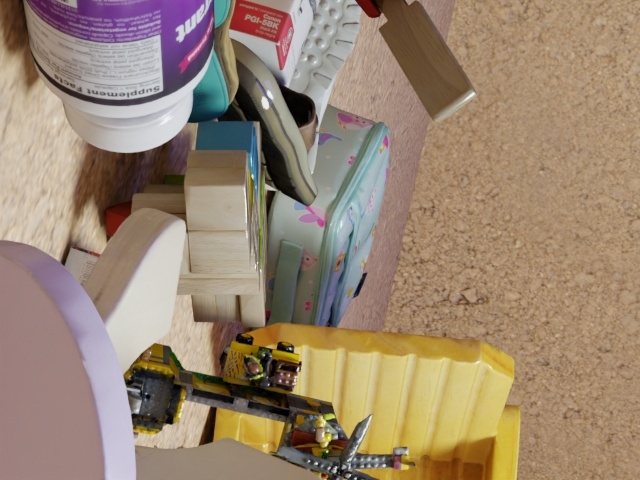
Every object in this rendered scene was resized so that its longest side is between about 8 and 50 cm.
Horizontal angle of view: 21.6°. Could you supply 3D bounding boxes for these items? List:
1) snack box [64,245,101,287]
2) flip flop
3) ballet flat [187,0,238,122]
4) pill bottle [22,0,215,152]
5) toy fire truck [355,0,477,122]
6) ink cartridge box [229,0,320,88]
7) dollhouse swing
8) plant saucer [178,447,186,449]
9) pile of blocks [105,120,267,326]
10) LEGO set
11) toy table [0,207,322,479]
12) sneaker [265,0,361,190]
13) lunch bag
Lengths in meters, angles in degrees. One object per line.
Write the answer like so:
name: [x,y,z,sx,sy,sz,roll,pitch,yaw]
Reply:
snack box: [-0.176,0.083,1.211,0.100,0.037,0.141,64,43,-77]
flip flop: [-0.045,-0.111,1.464,0.080,0.112,0.277,-54,161,-14]
ballet flat: [-0.101,-0.165,1.184,0.232,0.080,0.073,95,-14,-65]
pill bottle: [-0.113,-0.138,0.944,0.193,0.108,0.108,95,14,-56]
toy fire truck: [0.080,-0.248,1.369,0.217,0.246,0.158,-29,-160,32]
ink cartridge box: [-0.037,-0.218,1.496,0.099,0.056,0.135,81,27,-70]
dollhouse swing: [0.047,0.278,1.850,0.305,0.347,0.315,94,1,-77]
plant saucer: [-0.162,0.322,1.797,0.200,0.037,0.200,16,90,-83]
pile of blocks: [-0.103,-0.025,1.302,0.362,0.113,0.149,89,1,-79]
LEGO set: [-0.094,0.252,1.354,0.192,0.255,0.331,-113,-136,-76]
toy table: [-0.144,0.121,0.898,0.161,0.252,0.274,-20,137,-59]
sneaker: [-0.024,-0.166,1.656,0.095,0.090,0.235,-108,-143,-82]
lunch bag: [0.000,0.000,2.002,0.224,0.108,0.279,-66,169,-45]
